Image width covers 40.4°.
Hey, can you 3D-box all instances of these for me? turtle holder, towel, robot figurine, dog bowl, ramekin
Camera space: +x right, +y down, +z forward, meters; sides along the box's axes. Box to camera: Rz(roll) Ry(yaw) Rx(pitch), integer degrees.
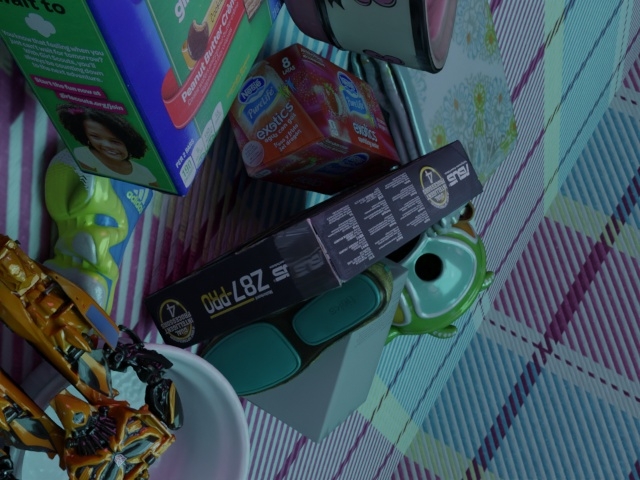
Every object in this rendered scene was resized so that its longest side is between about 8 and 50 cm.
[{"bbox_3d":[0.159,0.060,1.704,0.320,0.243,0.227,-29,144,15],"label":"turtle holder"},{"bbox_3d":[0.204,-0.237,1.453,0.320,0.090,0.374,-47,129,-39],"label":"towel"},{"bbox_3d":[-0.260,0.148,0.841,0.211,0.085,0.291,-46,113,-18],"label":"robot figurine"},{"bbox_3d":[0.059,-0.378,0.887,0.408,0.150,0.408,4,90,-76],"label":"dog bowl"},{"bbox_3d":[-0.232,0.242,0.996,0.277,0.135,0.277,-4,98,-31],"label":"ramekin"}]

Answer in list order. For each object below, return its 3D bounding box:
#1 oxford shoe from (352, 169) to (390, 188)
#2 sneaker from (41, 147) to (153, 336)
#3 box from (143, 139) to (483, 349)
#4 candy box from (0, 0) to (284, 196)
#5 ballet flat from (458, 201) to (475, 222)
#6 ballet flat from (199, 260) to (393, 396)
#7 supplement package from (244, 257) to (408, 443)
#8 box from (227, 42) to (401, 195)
[{"bbox_3d":[0.089,-0.093,1.467,0.096,0.082,0.227,-45,134,-38],"label":"oxford shoe"},{"bbox_3d":[-0.229,0.001,0.935,0.126,0.091,0.240,-35,147,-52],"label":"sneaker"},{"bbox_3d":[0.000,0.000,1.185,0.318,0.097,0.395,-26,-178,38],"label":"box"},{"bbox_3d":[-0.147,-0.239,0.703,0.317,0.122,0.268,72,34,-56],"label":"candy box"},{"bbox_3d":[0.182,-0.090,1.559,0.232,0.073,0.080,18,104,-23],"label":"ballet flat"},{"bbox_3d":[-0.034,0.131,1.320,0.348,0.123,0.123,-33,167,22],"label":"ballet flat"},{"bbox_3d":[0.003,0.161,1.499,0.177,0.175,0.293,-29,140,-54],"label":"supplement package"},{"bbox_3d":[-0.006,-0.148,1.136,0.122,0.128,0.257,-24,168,21],"label":"box"}]
